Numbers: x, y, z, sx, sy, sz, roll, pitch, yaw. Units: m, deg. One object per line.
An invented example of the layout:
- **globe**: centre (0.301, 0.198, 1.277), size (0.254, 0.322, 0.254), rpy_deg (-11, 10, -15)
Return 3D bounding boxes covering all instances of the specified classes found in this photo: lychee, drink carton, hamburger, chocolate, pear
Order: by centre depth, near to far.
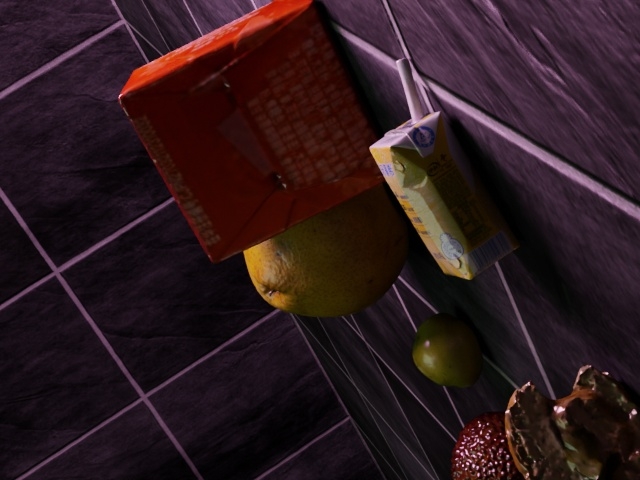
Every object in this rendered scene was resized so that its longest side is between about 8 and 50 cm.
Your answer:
- **hamburger**: centre (0.264, 0.235, 1.072), size (0.262, 0.124, 0.131), rpy_deg (56, 173, 11)
- **drink carton**: centre (0.100, -0.064, 1.088), size (0.200, 0.074, 0.084), rpy_deg (57, 172, -10)
- **chocolate**: centre (-0.073, -0.131, 1.328), size (0.237, 0.234, 0.108), rpy_deg (62, -178, -32)
- **pear**: centre (0.000, 0.000, 1.486), size (0.209, 0.208, 0.209), rpy_deg (55, 172, 12)
- **lychee**: centre (0.223, 0.275, 1.489), size (0.123, 0.123, 0.129), rpy_deg (59, 173, -11)
- **pear**: centre (0.158, 0.142, 1.491), size (0.097, 0.092, 0.092), rpy_deg (54, 172, 23)
